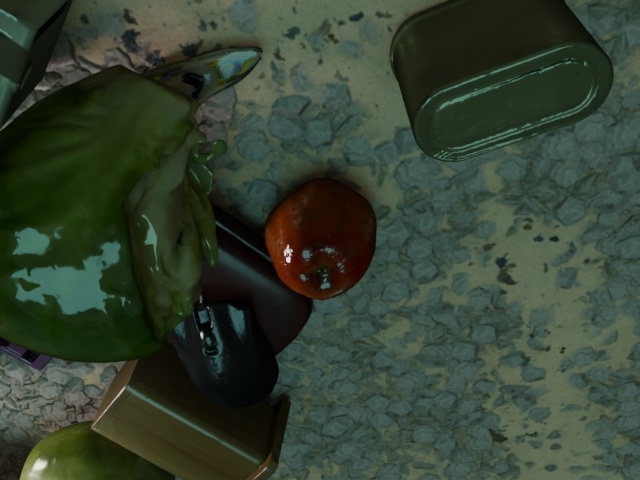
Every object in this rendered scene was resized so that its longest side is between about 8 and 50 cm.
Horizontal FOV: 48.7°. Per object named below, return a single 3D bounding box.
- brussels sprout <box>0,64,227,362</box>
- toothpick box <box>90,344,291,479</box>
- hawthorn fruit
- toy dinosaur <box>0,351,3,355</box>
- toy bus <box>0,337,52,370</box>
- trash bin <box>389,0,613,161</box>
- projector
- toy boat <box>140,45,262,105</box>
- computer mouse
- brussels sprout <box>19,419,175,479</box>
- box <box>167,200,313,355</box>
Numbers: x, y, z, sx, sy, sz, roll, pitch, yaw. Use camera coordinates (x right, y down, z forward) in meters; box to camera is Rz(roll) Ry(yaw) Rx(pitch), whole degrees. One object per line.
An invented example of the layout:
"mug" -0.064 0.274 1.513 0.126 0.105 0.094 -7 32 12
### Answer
"brussels sprout" -0.291 -0.038 0.891 0.314 0.276 0.372 17 91 3
"toothpick box" -0.239 0.334 1.313 0.308 0.190 0.187 34 119 -14
"hawthorn fruit" 0.000 0.000 1.080 0.189 0.189 0.189 1 124 1
"toy dinosaur" -0.613 0.217 1.331 0.083 0.021 0.062 10 131 -1
"toy bus" -0.536 0.144 1.233 0.178 0.098 0.087 36 118 -20
"trash bin" 0.214 -0.219 0.884 0.243 0.247 0.121 -19 123 12
"projector" -0.425 -0.258 0.876 0.163 0.243 0.177 24 120 -17
"toy boat" -0.176 -0.228 0.995 0.210 0.066 0.084 -20 123 13
"computer mouse" -0.153 0.197 1.143 0.146 0.088 0.264 -15 121 8
"brussels sprout" -0.422 0.493 1.386 0.327 0.247 0.328 9 120 16
"box" -0.208 0.060 1.162 0.403 0.108 0.263 37 117 -21
